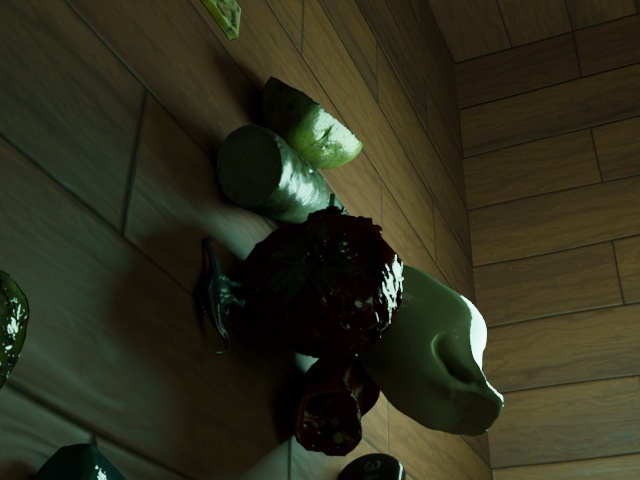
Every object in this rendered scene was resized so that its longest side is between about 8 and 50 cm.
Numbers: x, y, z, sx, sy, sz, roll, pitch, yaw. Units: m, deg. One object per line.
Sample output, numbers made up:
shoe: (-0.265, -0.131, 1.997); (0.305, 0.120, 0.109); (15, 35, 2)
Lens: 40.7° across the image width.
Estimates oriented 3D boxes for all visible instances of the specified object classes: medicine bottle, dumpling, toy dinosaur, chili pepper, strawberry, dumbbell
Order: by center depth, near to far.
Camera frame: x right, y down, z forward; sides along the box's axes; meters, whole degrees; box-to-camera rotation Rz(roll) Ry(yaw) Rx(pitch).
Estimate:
medicine bottle: (-0.217, 0.312, 0.892); (0.124, 0.079, 0.258); (-86, 155, -45)
toy dinosaur: (-0.148, 0.081, 1.259); (0.080, 0.045, 0.197); (32, 40, -49)
strawberry: (0.005, 0.082, 1.374); (0.220, 0.274, 0.274); (78, 14, -45)
dumpling: (0.157, 0.201, 1.521); (0.395, 0.233, 0.315); (45, -30, 31)
chili pepper: (0.035, 0.260, 1.524); (0.338, 0.131, 0.134); (-36, 112, -74)
dumbbell: (0.124, 0.515, 1.610); (0.140, 0.124, 0.225); (-73, 145, -51)

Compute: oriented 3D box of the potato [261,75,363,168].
potato: (-0.032, -0.200, 1.620); (0.111, 0.160, 0.272); (-57, 151, 2)

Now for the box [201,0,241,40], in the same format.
box: (-0.179, -0.420, 1.492); (0.149, 0.020, 0.073); (50, 33, -52)

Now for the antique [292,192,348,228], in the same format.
antique: (0.000, 0.000, 1.631); (0.088, 0.086, 0.183); (59, 28, -43)

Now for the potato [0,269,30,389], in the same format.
potato: (-0.320, 0.098, 0.785); (0.198, 0.054, 0.119); (-57, 134, -63)

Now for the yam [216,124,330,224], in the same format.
yam: (-0.067, -0.095, 1.471); (0.330, 0.133, 0.133); (26, 55, -71)
